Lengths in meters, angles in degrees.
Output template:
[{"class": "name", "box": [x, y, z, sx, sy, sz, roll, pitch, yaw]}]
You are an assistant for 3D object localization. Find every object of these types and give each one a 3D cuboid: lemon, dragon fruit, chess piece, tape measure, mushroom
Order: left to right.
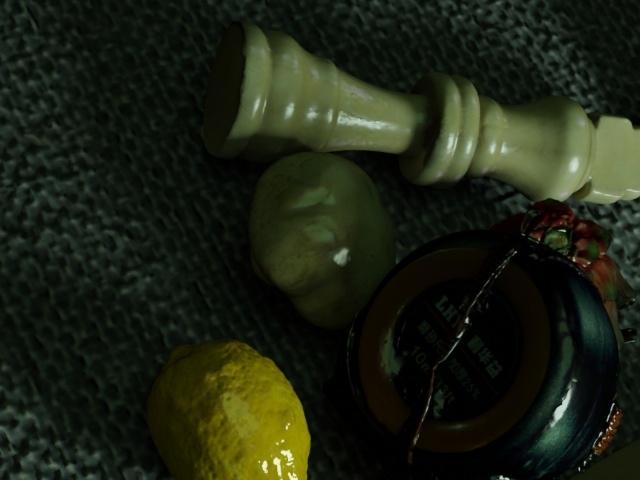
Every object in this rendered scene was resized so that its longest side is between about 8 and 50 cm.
[{"class": "lemon", "box": [-0.065, 0.143, 1.441, 0.114, 0.114, 0.155, -32, 83, -30]}, {"class": "mushroom", "box": [0.000, 0.000, 1.537, 0.112, 0.148, 0.148, -10, 61, 19]}, {"class": "chess piece", "box": [0.104, -0.095, 1.624, 0.397, 0.117, 0.117, 9, 62, -17]}, {"class": "tape measure", "box": [0.122, 0.101, 1.474, 0.202, 0.223, 0.135, 51, 13, 33]}, {"class": "dragon fruit", "box": [0.194, 0.037, 1.590, 0.130, 0.121, 0.142, -14, 95, 7]}]

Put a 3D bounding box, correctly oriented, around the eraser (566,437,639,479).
[{"class": "eraser", "box": [0.290, 0.216, 1.516, 0.343, 0.078, 0.144, -25, 32, -29]}]
